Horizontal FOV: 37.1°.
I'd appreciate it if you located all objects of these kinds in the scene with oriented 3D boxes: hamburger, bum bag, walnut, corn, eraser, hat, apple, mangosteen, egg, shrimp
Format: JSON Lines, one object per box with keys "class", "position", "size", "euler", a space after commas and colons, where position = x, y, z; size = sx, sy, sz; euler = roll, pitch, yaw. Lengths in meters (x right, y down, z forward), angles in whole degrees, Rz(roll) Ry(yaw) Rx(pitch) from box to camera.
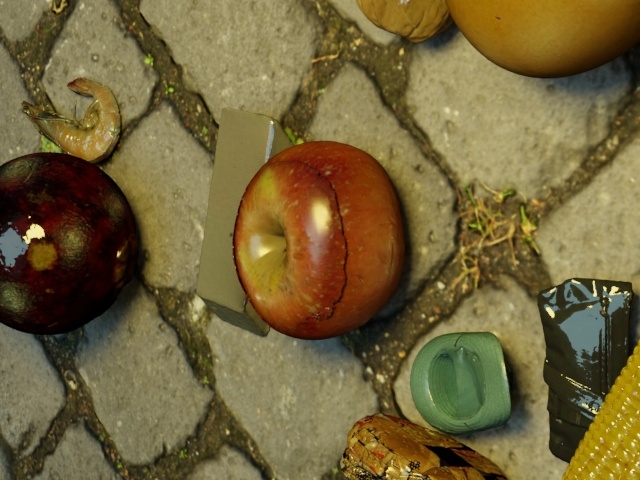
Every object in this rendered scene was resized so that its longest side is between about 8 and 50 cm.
{"class": "hamburger", "position": [0.131, 0.308, 1.255], "size": [0.231, 0.231, 0.106], "euler": [34, 101, 29]}
{"class": "bum bag", "position": [0.337, 0.167, 1.190], "size": [0.123, 0.060, 0.248], "euler": [2, 96, 34]}
{"class": "walnut", "position": [0.124, -0.357, 1.250], "size": [0.155, 0.155, 0.184], "euler": [25, 105, 31]}
{"class": "corn", "position": [0.387, 0.205, 1.073], "size": [0.144, 0.144, 0.387], "euler": [30, 94, 30]}
{"class": "eraser", "position": [-0.114, -0.025, 1.486], "size": [0.111, 0.077, 0.352], "euler": [18, 104, 36]}
{"class": "hat", "position": [0.206, 0.190, 1.278], "size": [0.191, 0.078, 0.138], "euler": [-17, 75, 54]}
{"class": "apple", "position": [0.000, 0.000, 1.332], "size": [0.252, 0.206, 0.271], "euler": [-21, 78, 45]}
{"class": "mangosteen", "position": [-0.483, -0.002, 1.584], "size": [0.360, 0.306, 0.306], "euler": [13, 102, 3]}
{"class": "egg", "position": [0.276, -0.355, 1.060], "size": [0.283, 0.283, 0.351], "euler": [22, 106, 32]}
{"class": "shrimp", "position": [-0.452, -0.230, 1.730], "size": [0.251, 0.052, 0.143], "euler": [24, 97, 24]}
